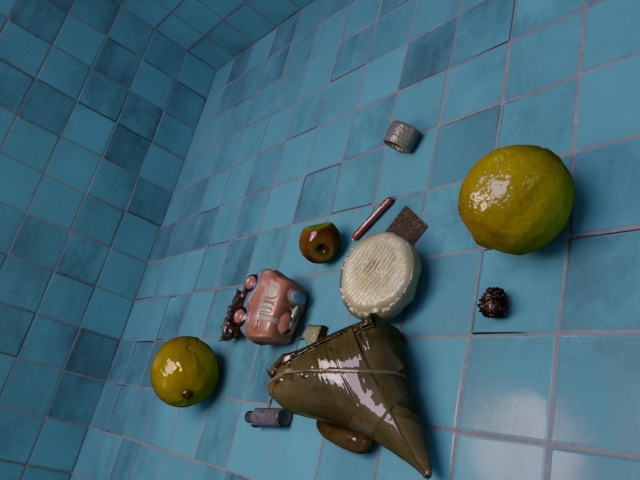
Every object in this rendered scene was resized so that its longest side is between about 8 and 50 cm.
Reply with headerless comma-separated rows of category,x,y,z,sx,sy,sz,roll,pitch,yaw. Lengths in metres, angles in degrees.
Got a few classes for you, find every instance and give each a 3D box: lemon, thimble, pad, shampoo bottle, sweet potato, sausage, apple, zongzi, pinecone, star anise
lemon,-0.556,0.537,2.368,0.297,0.297,0.297,-33,43,37
lemon,0.485,-0.101,1.435,0.293,0.293,0.293,-33,43,37
thimble,0.288,-0.370,2.045,0.115,0.102,0.090,27,89,28
pad,0.248,0.009,1.912,0.235,0.003,0.158,-53,34,13
shampoo bottle,-0.188,0.616,2.003,0.214,0.072,0.072,-18,53,47
sweet potato,0.061,0.574,1.703,0.273,0.075,0.075,-6,62,57
sausage,0.183,-0.077,2.037,0.223,0.029,0.029,-47,36,21
apple,-0.006,0.001,2.116,0.147,0.146,0.163,-101,11,-58
zongzi,0.028,0.488,1.593,0.499,0.218,0.467,-27,42,18
pinecone,0.447,0.160,1.479,0.077,0.077,0.083,-18,27,47
star anise,-0.341,0.314,2.394,0.223,0.108,0.236,-82,17,-65

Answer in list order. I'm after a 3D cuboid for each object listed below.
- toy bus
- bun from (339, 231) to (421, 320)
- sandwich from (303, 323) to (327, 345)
toy bus,-0.169,0.252,2.137,0.232,0.194,0.288,3,69,46
bun,0.196,0.116,1.781,0.287,0.146,0.288,-16,62,33
sandwich,-0.023,0.345,2.005,0.093,0.035,0.105,-13,58,48
